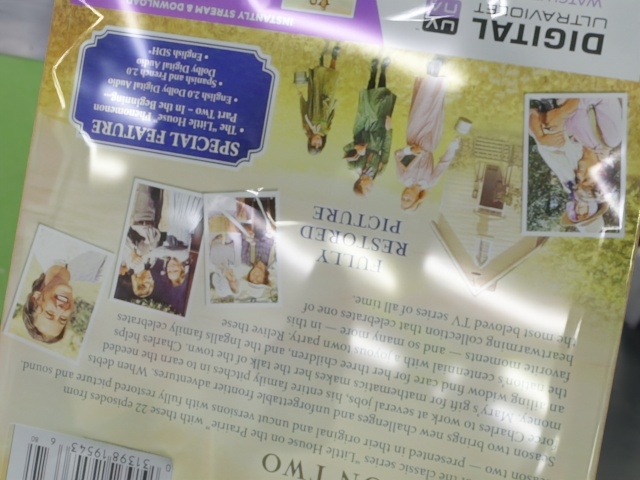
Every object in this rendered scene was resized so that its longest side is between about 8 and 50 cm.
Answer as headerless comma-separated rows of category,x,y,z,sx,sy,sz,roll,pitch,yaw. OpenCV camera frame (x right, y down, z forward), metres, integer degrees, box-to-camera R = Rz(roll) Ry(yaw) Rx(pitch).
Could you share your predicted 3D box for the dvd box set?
dvd box set,0.000,0.000,0.578,0.308,0.420,0.062,9,2,15
